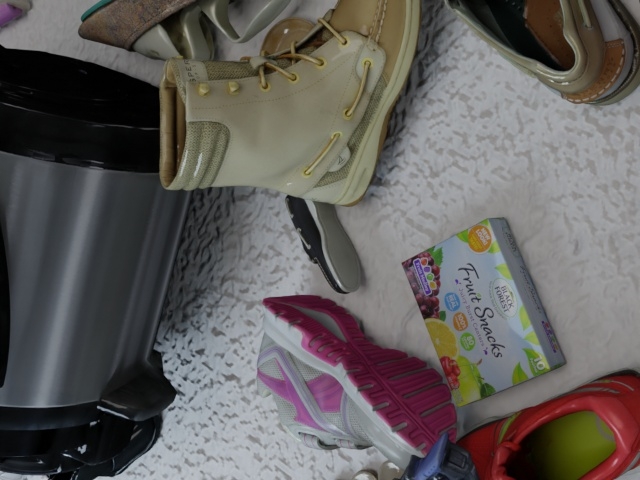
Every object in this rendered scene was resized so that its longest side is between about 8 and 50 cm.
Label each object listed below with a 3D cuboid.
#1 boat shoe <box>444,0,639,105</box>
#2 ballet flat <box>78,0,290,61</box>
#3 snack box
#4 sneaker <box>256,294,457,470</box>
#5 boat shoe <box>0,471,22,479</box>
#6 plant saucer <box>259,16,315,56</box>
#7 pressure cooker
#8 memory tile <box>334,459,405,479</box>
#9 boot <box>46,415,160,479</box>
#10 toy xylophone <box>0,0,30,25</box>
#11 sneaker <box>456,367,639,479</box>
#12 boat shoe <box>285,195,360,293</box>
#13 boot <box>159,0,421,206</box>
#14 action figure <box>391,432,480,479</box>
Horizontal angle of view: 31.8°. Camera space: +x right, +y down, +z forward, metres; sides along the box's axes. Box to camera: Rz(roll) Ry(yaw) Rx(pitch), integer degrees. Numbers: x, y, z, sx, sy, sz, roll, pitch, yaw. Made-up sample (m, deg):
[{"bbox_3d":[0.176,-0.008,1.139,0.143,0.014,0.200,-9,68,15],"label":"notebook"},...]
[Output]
[{"bbox_3d":[0.149,-0.238,0.932,0.302,0.103,0.113,51,119,23],"label":"boat shoe"},{"bbox_3d":[-0.121,-0.238,1.135,0.316,0.107,0.106,-21,94,36],"label":"ballet flat"},{"bbox_3d":[0.143,0.064,0.993,0.100,0.037,0.141,-29,76,32],"label":"snack box"},{"bbox_3d":[0.027,0.149,1.044,0.252,0.103,0.111,37,120,45],"label":"sneaker"},{"bbox_3d":[-0.435,0.238,1.413,0.184,0.066,0.063,35,98,32],"label":"boat shoe"},{"bbox_3d":[-0.025,-0.179,1.117,0.083,0.015,0.083,2,94,35],"label":"plant saucer"},{"bbox_3d":[-0.328,0.027,1.141,0.370,0.375,0.420,40,118,55],"label":"pressure cooker"},{"bbox_3d":[0.072,0.267,1.072,0.148,0.012,0.113,-29,76,33],"label":"memory tile"},{"bbox_3d":[-0.243,0.235,1.246,0.121,0.099,0.045,-48,67,28],"label":"boot"},{"bbox_3d":[-0.471,-0.406,1.390,0.236,0.081,0.322,-7,88,36],"label":"toy xylophone"},{"bbox_3d":[0.163,0.187,0.932,0.279,0.118,0.107,-42,69,33],"label":"sneaker"},{"bbox_3d":[0.000,0.000,1.089,0.038,0.046,0.125,-35,69,32],"label":"boat shoe"},{"bbox_3d":[-0.032,-0.156,0.990,0.095,0.203,0.262,-125,44,-53],"label":"boot"},{"bbox_3d":[0.070,0.317,0.919,0.330,0.178,0.341,28,140,11],"label":"action figure"}]
